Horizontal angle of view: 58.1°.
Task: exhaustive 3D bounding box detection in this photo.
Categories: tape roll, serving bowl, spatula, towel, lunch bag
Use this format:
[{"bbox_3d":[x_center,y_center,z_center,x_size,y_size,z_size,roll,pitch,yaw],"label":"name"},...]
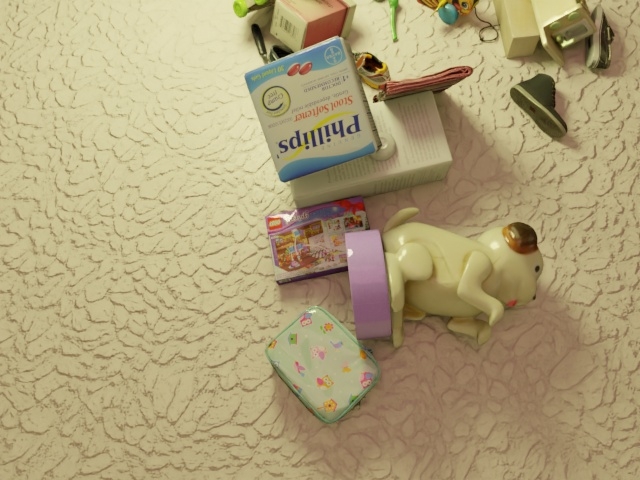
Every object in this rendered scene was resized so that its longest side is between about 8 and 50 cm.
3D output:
[{"bbox_3d":[0.119,0.111,1.464,0.090,0.275,0.275,-6,69,2],"label":"tape roll"},{"bbox_3d":[0.167,-0.261,1.574,0.083,0.027,0.083,-1,77,3],"label":"serving bowl"},{"bbox_3d":[-0.184,-0.607,1.912,0.084,0.030,0.296,-14,67,-14],"label":"spatula"},{"bbox_3d":[0.281,-0.442,1.664,0.237,0.329,0.037,-12,97,0],"label":"towel"},{"bbox_3d":[0.015,0.323,1.507,0.224,0.108,0.279,-41,73,-15],"label":"lunch bag"}]

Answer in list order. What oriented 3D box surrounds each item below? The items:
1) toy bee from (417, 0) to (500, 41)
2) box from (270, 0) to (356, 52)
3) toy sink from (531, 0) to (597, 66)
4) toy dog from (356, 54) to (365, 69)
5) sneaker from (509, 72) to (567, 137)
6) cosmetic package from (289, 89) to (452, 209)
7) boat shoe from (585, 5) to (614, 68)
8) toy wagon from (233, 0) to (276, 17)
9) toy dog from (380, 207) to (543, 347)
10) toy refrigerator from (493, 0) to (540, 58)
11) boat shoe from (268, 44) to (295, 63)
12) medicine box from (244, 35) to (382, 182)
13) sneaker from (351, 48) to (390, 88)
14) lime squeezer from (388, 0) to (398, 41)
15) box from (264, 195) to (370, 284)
[{"bbox_3d":[0.451,-0.790,1.855,0.298,0.162,0.195,15,70,11],"label":"toy bee"},{"bbox_3d":[-0.022,-0.711,1.844,0.148,0.127,0.232,43,55,18],"label":"box"},{"bbox_3d":[0.750,-0.686,1.767,0.131,0.153,0.234,-21,62,38],"label":"toy sink"},{"bbox_3d":[0.032,-0.467,1.644,0.220,0.161,0.334,-17,29,-7],"label":"toy dog"},{"bbox_3d":[0.689,-0.415,1.733,0.118,0.083,0.222,-33,69,-8],"label":"sneaker"},{"bbox_3d":[0.125,-0.252,1.672,0.453,0.161,0.230,-12,77,0],"label":"cosmetic package"},{"bbox_3d":[0.878,-0.633,1.806,0.070,0.078,0.219,10,75,3],"label":"boat shoe"},{"bbox_3d":[-0.116,-0.813,1.841,0.267,0.344,0.068,-34,108,-33],"label":"toy wagon"},{"bbox_3d":[0.369,0.085,1.505,0.408,0.284,0.395,-5,45,3],"label":"toy dog"},{"bbox_3d":[0.627,-0.730,1.847,0.094,0.102,0.269,-5,69,3],"label":"toy refrigerator"},{"bbox_3d":[-0.055,-0.539,1.840,0.254,0.079,0.095,38,68,7],"label":"boat shoe"},{"bbox_3d":[-0.013,-0.327,1.469,0.263,0.149,0.289,-17,98,14],"label":"medicine box"},{"bbox_3d":[0.128,-0.575,1.840,0.225,0.093,0.088,29,75,15],"label":"sneaker"},{"bbox_3d":[0.194,-0.810,1.953,0.110,0.059,0.310,-45,71,20],"label":"lime squeezer"},{"bbox_3d":[0.000,0.000,1.655,0.293,0.057,0.201,-11,71,1],"label":"box"}]
